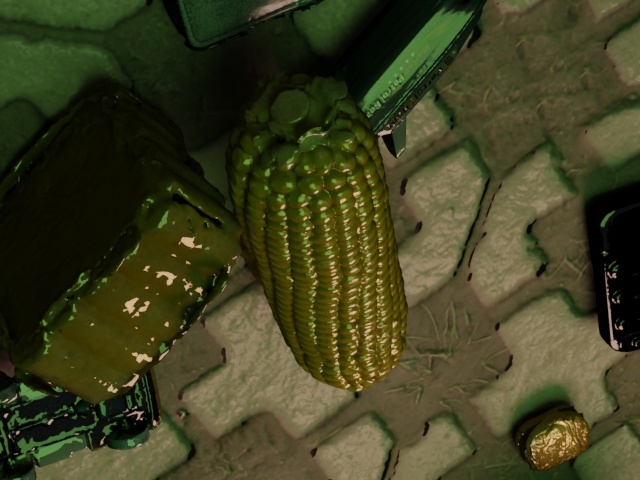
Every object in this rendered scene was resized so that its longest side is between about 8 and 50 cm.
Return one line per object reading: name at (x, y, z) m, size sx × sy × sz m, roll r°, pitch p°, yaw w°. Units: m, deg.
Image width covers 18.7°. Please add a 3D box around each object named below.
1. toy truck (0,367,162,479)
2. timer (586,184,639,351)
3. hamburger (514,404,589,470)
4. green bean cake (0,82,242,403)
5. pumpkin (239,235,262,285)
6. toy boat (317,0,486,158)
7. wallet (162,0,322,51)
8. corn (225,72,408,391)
toy truck at (-0.290, 0.157, 1.826) m, size 0.257 × 0.140 × 0.108 m, roll -19°, pitch 111°, yaw -21°
timer at (0.354, 0.021, 2.060) m, size 0.144 × 0.055 × 0.187 m, roll -19°, pitch 123°, yaw -13°
hamburger at (0.257, 0.219, 2.154) m, size 0.083 × 0.044 × 0.076 m, roll -26°, pitch 127°, yaw -8°
green bean cake at (-0.191, 0.005, 1.704) m, size 0.131 × 0.224 × 0.229 m, roll 31°, pitch 108°, yaw -39°
pumpkin at (-0.040, 0.003, 1.875) m, size 0.083 × 0.054 × 0.074 m, roll -43°, pitch 139°, yaw -13°
toy boat at (0.084, -0.173, 1.784) m, size 0.103 × 0.093 × 0.246 m, roll 34°, pitch 105°, yaw -29°
wallet at (-0.043, -0.273, 1.701) m, size 0.222 × 0.036 × 0.167 m, roll -24°, pitch 128°, yaw -9°
corn at (0.000, 0.000, 1.756) m, size 0.144 × 0.144 × 0.387 m, roll -21°, pitch 143°, yaw -9°
